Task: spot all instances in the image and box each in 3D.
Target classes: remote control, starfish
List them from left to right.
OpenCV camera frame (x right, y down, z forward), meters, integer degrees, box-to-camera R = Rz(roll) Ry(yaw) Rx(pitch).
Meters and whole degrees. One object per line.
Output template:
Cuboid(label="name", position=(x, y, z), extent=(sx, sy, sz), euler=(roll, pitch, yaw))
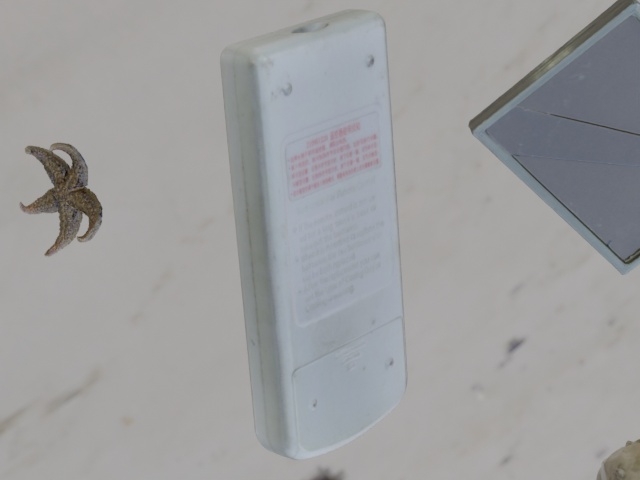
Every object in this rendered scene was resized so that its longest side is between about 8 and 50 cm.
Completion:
Cuboid(label="starfish", position=(-0.198, -0.030, 1.335), extent=(0.028, 0.078, 0.091), euler=(-12, 115, -55))
Cuboid(label="remote control", position=(0.000, 0.000, 0.756), extent=(0.087, 0.029, 0.190), euler=(-25, 117, -43))

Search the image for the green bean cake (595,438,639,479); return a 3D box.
Cuboid(label="green bean cake", position=(0.216, 0.144, 0.777), extent=(0.179, 0.109, 0.085), euler=(2, 122, -2))

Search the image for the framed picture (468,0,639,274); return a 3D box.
Cuboid(label="framed picture", position=(0.224, -0.072, 1.276), extent=(0.150, 0.015, 0.203), euler=(-39, 126, 17))
